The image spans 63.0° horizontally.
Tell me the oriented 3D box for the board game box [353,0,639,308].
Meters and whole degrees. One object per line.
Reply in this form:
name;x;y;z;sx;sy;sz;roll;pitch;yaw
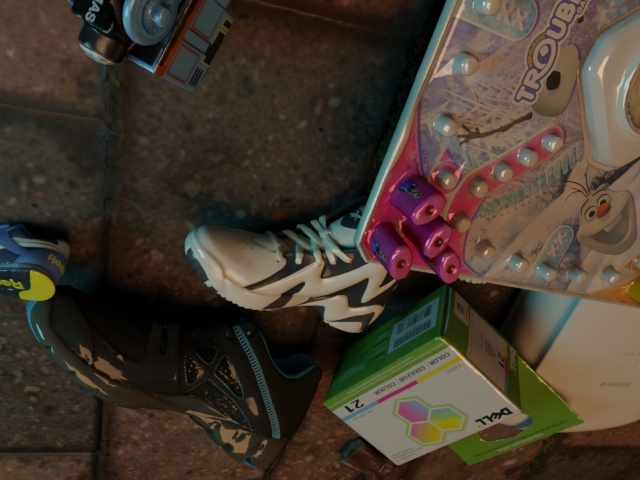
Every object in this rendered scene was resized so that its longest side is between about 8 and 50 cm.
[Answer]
board game box;0.264;-0.118;0.398;0.389;0.050;0.390;10;113;-25

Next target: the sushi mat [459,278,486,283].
sushi mat;0.215;-0.089;0.480;0.151;0.019;0.317;1;118;10

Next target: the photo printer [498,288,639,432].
photo printer;0.361;0.137;0.685;0.255;0.107;0.308;4;125;-14

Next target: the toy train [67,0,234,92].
toy train;-0.090;-0.193;0.339;0.080;0.105;0.184;33;99;13

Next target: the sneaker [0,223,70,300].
sneaker;-0.305;0.014;0.489;0.144;0.059;0.053;12;137;3

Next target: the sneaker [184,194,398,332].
sneaker;0.000;0.000;0.515;0.235;0.094;0.153;25;116;-28

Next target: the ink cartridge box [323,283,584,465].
ink cartridge box;0.164;0.204;0.626;0.255;0.097;0.189;43;124;-10

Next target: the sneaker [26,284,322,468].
sneaker;-0.146;0.125;0.584;0.340;0.125;0.140;37;86;-31

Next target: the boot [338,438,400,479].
boot;0.059;0.371;0.840;0.106;0.037;0.114;-48;126;7
